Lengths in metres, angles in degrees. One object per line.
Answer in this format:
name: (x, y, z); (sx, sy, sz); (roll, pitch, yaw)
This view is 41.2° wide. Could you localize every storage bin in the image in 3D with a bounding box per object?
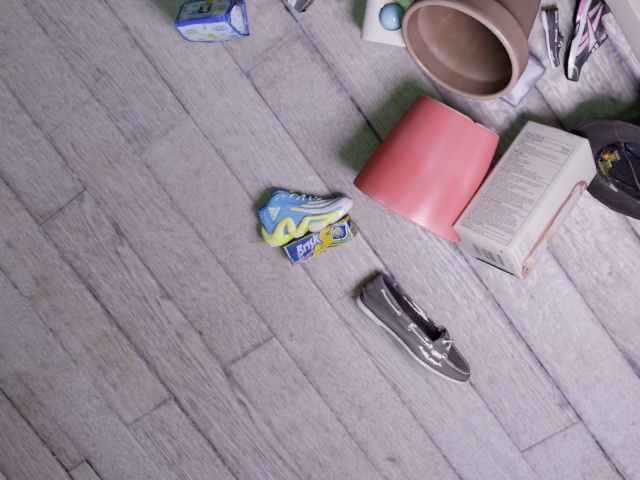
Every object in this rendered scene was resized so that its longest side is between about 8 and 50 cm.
storage bin: (0.417, -0.355, 1.829); (0.091, 0.098, 0.135); (33, 110, -10)

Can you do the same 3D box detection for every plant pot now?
plant pot: (0.330, -0.454, 1.722); (0.263, 0.263, 0.229); (36, 68, 0)
plant pot: (0.241, -0.165, 1.838); (0.275, 0.275, 0.243); (29, 100, 2)

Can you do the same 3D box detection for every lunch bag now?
lunch bag: (-0.240, -0.487, 1.887); (0.129, 0.151, 0.096); (-5, 105, 13)

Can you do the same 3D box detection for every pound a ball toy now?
pound a ball toy: (0.211, -0.567, 1.782); (0.208, 0.136, 0.319); (13, 108, 8)

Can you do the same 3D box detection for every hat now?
hat: (0.686, -0.169, 1.767); (0.331, 0.331, 0.134); (46, 72, -4)

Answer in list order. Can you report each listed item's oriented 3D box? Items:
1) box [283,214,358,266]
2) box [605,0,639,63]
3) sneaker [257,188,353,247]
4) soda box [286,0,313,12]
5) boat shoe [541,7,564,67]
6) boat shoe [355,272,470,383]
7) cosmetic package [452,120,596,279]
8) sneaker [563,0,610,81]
box: (0.000, 0.000, 2.027); (0.169, 0.059, 0.054); (-25, 97, 17)
box: (0.663, -0.474, 1.725); (0.113, 0.094, 0.275); (-32, 98, -4)
sneaker: (-0.047, -0.077, 1.998); (0.240, 0.091, 0.126); (-25, 99, 18)
soda box: (-0.084, -0.581, 1.880); (0.169, 0.053, 0.060); (43, 109, -2)
boat shoe: (0.499, -0.431, 1.812); (0.038, 0.046, 0.125); (-10, 95, 19)
boat shoe: (0.235, 0.208, 2.013); (0.335, 0.112, 0.095); (39, 114, 2)
cosmetic package: (0.431, -0.086, 1.784); (0.153, 0.129, 0.296); (28, 75, 39)
sneaker: (0.563, -0.419, 1.788); (0.077, 0.072, 0.178); (11, 109, 6)
